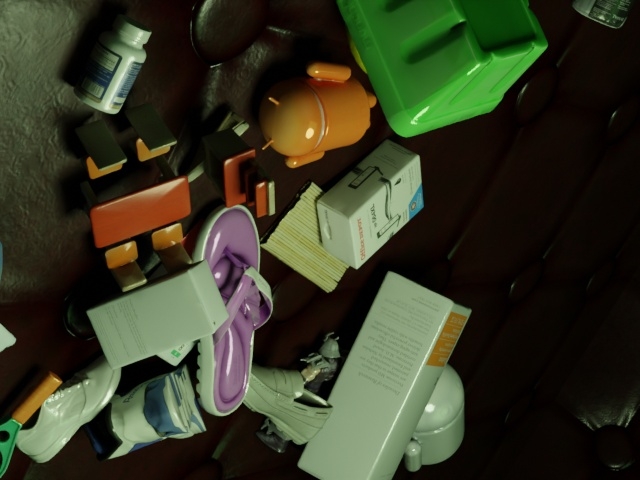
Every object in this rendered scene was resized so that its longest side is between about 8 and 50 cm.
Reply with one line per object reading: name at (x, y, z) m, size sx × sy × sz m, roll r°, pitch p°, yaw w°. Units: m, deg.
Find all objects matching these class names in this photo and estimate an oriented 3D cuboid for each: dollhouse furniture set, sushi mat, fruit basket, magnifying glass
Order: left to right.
magnifying glass at (-0.493, 0.298, 1.724) m, size 0.231 × 0.026 × 0.092 m, roll -48°, pitch 123°, yaw -2°
dollhouse furniture set at (-0.211, -0.061, 1.597) m, size 0.259 × 0.135 × 0.262 m, roll -22°, pitch 141°, yaw -20°
sushi mat at (0.000, 0.000, 2.098) m, size 0.151 × 0.019 × 0.316 m, roll -52°, pitch 149°, yaw 0°
fruit basket at (0.124, -0.338, 1.666) m, size 0.283 × 0.392 × 0.392 m, roll -21°, pitch 138°, yaw -40°

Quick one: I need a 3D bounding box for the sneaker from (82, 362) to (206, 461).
sneaker at (-0.310, 0.296, 1.899) m, size 0.182 × 0.127 × 0.315 m, roll -16°, pitch 172°, yaw 1°

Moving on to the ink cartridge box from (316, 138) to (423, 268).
ink cartridge box at (0.096, -0.067, 2.063) m, size 0.203 × 0.086 × 0.148 m, roll -43°, pitch 146°, yaw -25°

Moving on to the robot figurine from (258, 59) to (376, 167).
robot figurine at (-0.009, -0.206, 1.766) m, size 0.219 × 0.128 × 0.158 m, roll -18°, pitch 171°, yaw -43°

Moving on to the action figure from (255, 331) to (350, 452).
action figure at (-0.029, 0.316, 2.326) m, size 0.185 × 0.099 × 0.285 m, roll 4°, pitch 116°, yaw -46°

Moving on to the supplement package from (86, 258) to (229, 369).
supplement package at (-0.250, 0.114, 1.705) m, size 0.179 × 0.105 × 0.105 m, roll -20°, pitch -175°, yaw 11°

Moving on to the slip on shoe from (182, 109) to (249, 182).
slip on shoe at (-0.171, -0.145, 1.705) m, size 0.135 × 0.041 × 0.051 m, roll -43°, pitch -173°, yaw 15°

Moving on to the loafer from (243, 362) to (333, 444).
loafer at (-0.089, 0.289, 2.154) m, size 0.111 × 0.112 × 0.319 m, roll -42°, pitch 135°, yaw 3°

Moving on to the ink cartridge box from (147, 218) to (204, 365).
ink cartridge box at (-0.226, 0.094, 1.871) m, size 0.225 × 0.056 × 0.181 m, roll -47°, pitch 149°, yaw -4°

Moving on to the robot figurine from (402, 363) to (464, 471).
robot figurine at (0.251, 0.414, 2.683) m, size 0.353 × 0.199 × 0.300 m, roll 81°, pitch 18°, yaw -51°

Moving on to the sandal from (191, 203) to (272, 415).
sandal at (-0.137, 0.125, 1.909) m, size 0.169 × 0.102 × 0.416 m, roll -37°, pitch 137°, yaw -48°

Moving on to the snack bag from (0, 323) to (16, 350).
snack bag at (-0.602, 0.167, 1.472) m, size 0.323 × 0.037 × 0.342 m, roll -43°, pitch 148°, yaw -15°

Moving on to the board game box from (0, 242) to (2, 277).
board game box at (-0.479, 0.026, 1.457) m, size 0.169 × 0.033 × 0.133 m, roll 74°, pitch 23°, yaw -51°

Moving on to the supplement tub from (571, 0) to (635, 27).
supplement tub at (0.598, -0.537, 2.217) m, size 0.117 × 0.117 × 0.190 m, roll -5°, pitch 127°, yaw -50°

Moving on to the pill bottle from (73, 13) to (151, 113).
pill bottle at (-0.271, -0.234, 1.449) m, size 0.067 × 0.067 × 0.120 m, roll 8°, pitch 117°, yaw -55°

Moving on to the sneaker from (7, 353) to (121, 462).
sneaker at (-0.416, 0.258, 1.785) m, size 0.212 × 0.080 × 0.094 m, roll -50°, pitch 125°, yaw -12°

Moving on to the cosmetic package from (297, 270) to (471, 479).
cosmetic package at (0.142, 0.309, 2.354) m, size 0.453 × 0.161 × 0.230 m, roll -65°, pitch 161°, yaw 2°
